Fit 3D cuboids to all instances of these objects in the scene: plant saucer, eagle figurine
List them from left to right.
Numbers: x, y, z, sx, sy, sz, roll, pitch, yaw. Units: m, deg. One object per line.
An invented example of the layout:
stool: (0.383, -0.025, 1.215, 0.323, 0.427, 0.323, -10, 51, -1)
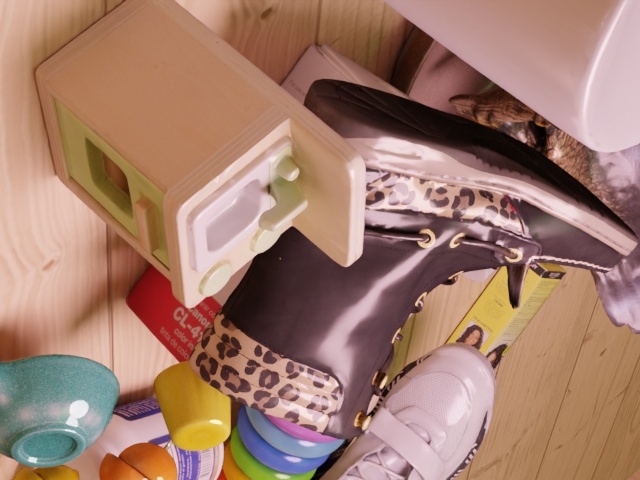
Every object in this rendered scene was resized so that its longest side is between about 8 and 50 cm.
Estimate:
plant saucer: (0.170, -0.206, 1.969, 0.310, 0.050, 0.310, -41, 157, -22)
eagle figurine: (0.248, -0.055, 1.995, 0.225, 0.226, 0.298, -27, 133, 10)

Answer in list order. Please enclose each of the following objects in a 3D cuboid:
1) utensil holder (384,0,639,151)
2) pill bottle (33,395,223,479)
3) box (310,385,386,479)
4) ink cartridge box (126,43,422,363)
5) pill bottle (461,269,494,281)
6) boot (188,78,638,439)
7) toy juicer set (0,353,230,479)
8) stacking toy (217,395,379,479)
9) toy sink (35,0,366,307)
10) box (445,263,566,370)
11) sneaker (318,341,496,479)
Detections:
utensil holder: (0.134, -0.289, 1.317, 0.327, 0.385, 0.327, -40, 157, -21)
pill bottle: (-0.191, 0.219, 1.891, 0.187, 0.112, 0.112, -11, 136, -57)
box: (0.017, 0.236, 2.375, 0.225, 0.036, 0.136, -56, 168, 7)
ink cartridge box: (0.000, 0.000, 1.807, 0.226, 0.131, 0.306, 25, 107, -49)
pill bottle: (0.230, -0.060, 2.223, 0.221, 0.121, 0.121, -42, 157, -19)
boot: (0.082, 0.035, 1.695, 0.377, 0.138, 0.284, 16, 110, -40)
toy juicer set: (-0.256, 0.165, 1.692, 0.329, 0.089, 0.209, 6, 141, -26)
stacking toy: (-0.058, 0.238, 2.183, 0.141, 0.141, 0.330, -25, 155, -45)
toy sink: (-0.094, -0.052, 1.472, 0.131, 0.234, 0.152, -41, 157, -22)
box: (0.233, 0.116, 2.600, 0.232, 0.058, 0.087, -56, 157, 14)
sneaker: (0.076, 0.288, 2.278, 0.366, 0.137, 0.210, -52, 177, 12)
